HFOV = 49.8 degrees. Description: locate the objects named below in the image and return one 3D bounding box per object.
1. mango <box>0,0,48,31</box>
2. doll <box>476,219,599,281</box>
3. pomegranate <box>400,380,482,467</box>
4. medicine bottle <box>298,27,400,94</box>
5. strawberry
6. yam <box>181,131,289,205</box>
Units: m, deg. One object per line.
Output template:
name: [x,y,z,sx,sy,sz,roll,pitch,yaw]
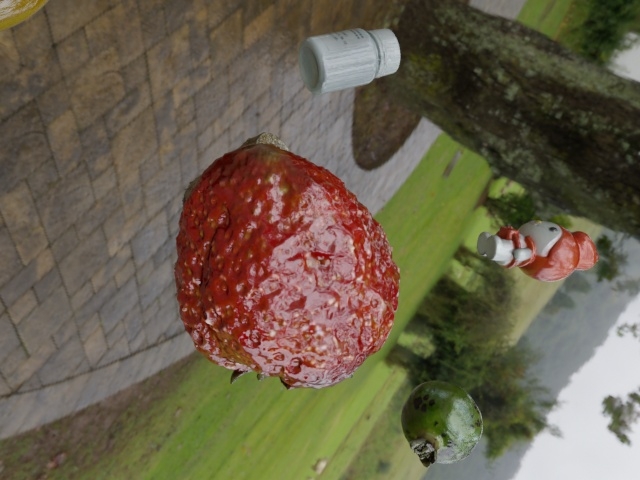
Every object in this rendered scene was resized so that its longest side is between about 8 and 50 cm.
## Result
mango: [-0.436,-0.319,0.769,0.317,0.211,0.173,-29,-159,3]
doll: [0.482,0.022,1.479,0.161,0.291,0.129,-148,-117,-70]
pomegranate: [0.167,0.272,0.992,0.161,0.122,0.122,-32,147,-54]
medicine bottle: [0.041,-0.256,0.974,0.131,0.080,0.080,-17,144,-23]
strawberry: [-0.040,0.020,0.756,0.257,0.258,0.276,-50,146,-37]
yam: [-0.155,-0.114,1.353,0.238,0.128,0.129,-27,-132,40]
